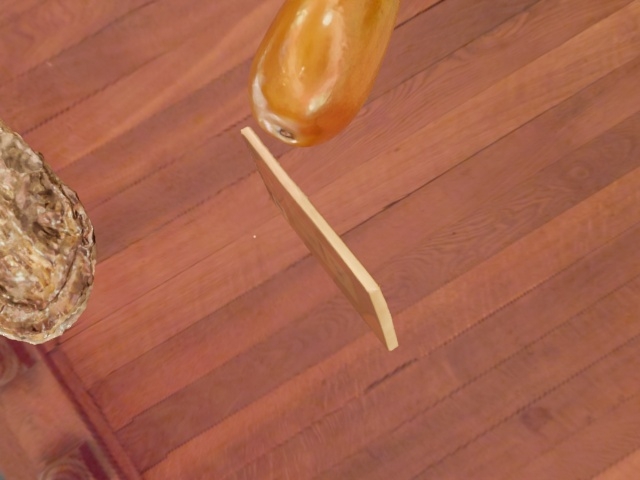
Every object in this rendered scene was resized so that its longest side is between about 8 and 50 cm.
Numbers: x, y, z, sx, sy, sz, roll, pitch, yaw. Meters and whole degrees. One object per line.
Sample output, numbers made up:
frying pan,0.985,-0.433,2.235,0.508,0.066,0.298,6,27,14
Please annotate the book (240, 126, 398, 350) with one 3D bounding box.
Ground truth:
book,0.000,0.000,1.188,0.021,0.217,0.310,-35,62,-7

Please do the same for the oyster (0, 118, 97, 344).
oyster,-0.398,-0.042,1.084,0.162,0.158,0.351,-21,81,-40

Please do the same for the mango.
mango,0.006,-0.222,0.972,0.139,0.175,0.254,22,119,-8
